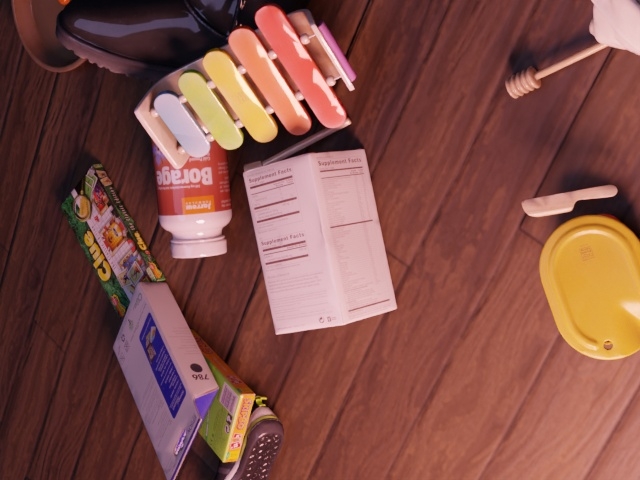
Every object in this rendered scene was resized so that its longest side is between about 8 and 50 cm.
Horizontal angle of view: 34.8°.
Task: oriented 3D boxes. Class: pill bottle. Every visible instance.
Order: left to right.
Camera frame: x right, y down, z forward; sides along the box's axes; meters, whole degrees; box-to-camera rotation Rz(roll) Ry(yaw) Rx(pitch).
[{"bbox_3d":[-0.207,-0.084,1.659,0.121,0.121,0.216,0,97,40],"label":"pill bottle"}]

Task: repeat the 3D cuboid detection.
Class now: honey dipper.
[{"bbox_3d":[0.305,-0.224,1.274,0.160,0.030,0.031,-25,81,37],"label":"honey dipper"}]

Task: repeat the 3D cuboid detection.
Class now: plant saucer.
[{"bbox_3d":[-0.471,-0.448,1.870,0.277,0.041,0.278,8,102,39],"label":"plant saucer"}]

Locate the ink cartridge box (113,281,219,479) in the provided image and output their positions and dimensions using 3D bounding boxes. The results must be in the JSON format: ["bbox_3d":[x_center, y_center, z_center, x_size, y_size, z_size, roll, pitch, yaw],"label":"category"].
[{"bbox_3d":[-0.257,0.237,1.726,0.165,0.065,0.333,-63,40,30],"label":"ink cartridge box"}]

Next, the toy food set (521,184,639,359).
[{"bbox_3d":[0.341,0.037,1.270,0.128,0.071,0.218,-18,88,16],"label":"toy food set"}]

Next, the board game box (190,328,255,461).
[{"bbox_3d":[-0.196,0.250,1.719,0.259,0.039,0.124,34,115,48],"label":"board game box"}]

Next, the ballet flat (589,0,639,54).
[{"bbox_3d":[0.335,-0.313,1.186,0.139,0.139,0.400,-49,63,34],"label":"ballet flat"}]

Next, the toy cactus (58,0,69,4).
[{"bbox_3d":[-0.358,-0.463,1.720,0.180,0.112,0.219,2,91,2],"label":"toy cactus"}]

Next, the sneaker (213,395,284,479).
[{"bbox_3d":[-0.129,0.358,1.712,0.235,0.084,0.097,-60,42,26],"label":"sneaker"}]

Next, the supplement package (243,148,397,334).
[{"bbox_3d":[0.000,0.000,1.491,0.133,0.139,0.244,-12,88,39],"label":"supplement package"}]

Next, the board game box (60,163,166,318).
[{"bbox_3d":[-0.386,0.002,1.883,0.136,0.030,0.260,-46,69,37],"label":"board game box"}]

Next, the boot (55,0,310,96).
[{"bbox_3d":[-0.168,-0.437,1.435,0.366,0.146,0.445,15,127,-5],"label":"boot"}]

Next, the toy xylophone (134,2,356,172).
[{"bbox_3d":[-0.088,-0.198,1.465,0.322,0.081,0.236,-29,119,25],"label":"toy xylophone"}]
